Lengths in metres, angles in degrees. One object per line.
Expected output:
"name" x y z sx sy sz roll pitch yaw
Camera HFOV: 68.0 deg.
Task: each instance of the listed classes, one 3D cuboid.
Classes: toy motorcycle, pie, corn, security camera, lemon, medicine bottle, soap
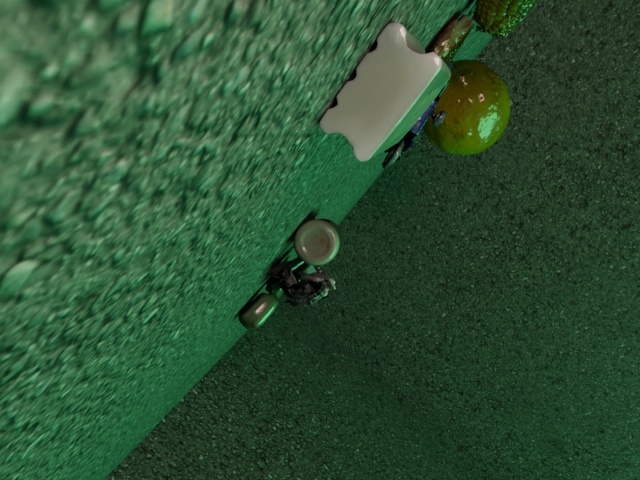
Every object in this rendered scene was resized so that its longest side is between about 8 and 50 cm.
"toy motorcycle" 0.240 -0.322 1.214 0.315 0.113 0.169 -58 -173 8
"pie" 0.250 -0.390 1.017 0.195 0.046 0.195 -48 177 -4
"corn" 0.393 -0.521 0.902 0.115 0.115 0.318 -48 171 -26
"security camera" -0.173 0.194 1.710 0.301 0.080 0.157 -50 -171 -18
"lemon" 0.443 -0.402 1.468 0.268 0.268 0.322 -49 151 -19
"toy motorcycle" -0.052 0.116 1.517 0.188 0.143 0.327 -36 -159 -18
"medicine bottle" 0.000 0.000 1.412 0.131 0.131 0.250 -50 177 7
"soap" 0.109 -0.213 0.703 0.160 0.087 0.265 -50 177 23

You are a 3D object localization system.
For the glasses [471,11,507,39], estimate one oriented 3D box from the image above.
"glasses" 0.449 -0.586 1.107 0.255 0.095 0.162 -51 170 -31
